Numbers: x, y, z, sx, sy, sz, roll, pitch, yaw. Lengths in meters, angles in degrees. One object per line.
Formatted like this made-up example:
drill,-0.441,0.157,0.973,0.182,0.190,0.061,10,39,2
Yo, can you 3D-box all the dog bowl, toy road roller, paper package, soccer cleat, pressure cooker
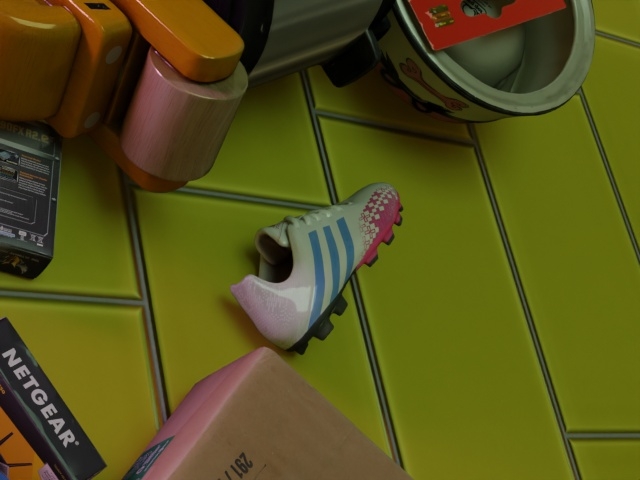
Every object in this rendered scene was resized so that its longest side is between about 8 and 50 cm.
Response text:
dog bowl,0.222,-0.360,1.848,0.408,0.150,0.408,11,69,-31
toy road roller,-0.270,-0.197,1.348,0.329,0.202,0.241,42,41,17
paper package,-0.067,0.325,1.259,0.309,0.168,0.325,43,44,-7
soccer cleat,0.000,0.000,1.565,0.143,0.116,0.331,43,44,-9
pressure cooker,-0.095,-0.392,1.568,0.376,0.369,0.420,23,32,31

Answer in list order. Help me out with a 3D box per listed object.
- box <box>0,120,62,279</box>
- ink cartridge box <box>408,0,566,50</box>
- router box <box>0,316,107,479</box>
box,-0.403,-0.074,1.321,0.231,0.056,0.183,18,51,-31
ink cartridge box,0.205,-0.492,1.733,0.308,0.091,0.385,-23,87,-36
router box,-0.302,0.180,1.182,0.179,0.133,0.046,54,43,4
